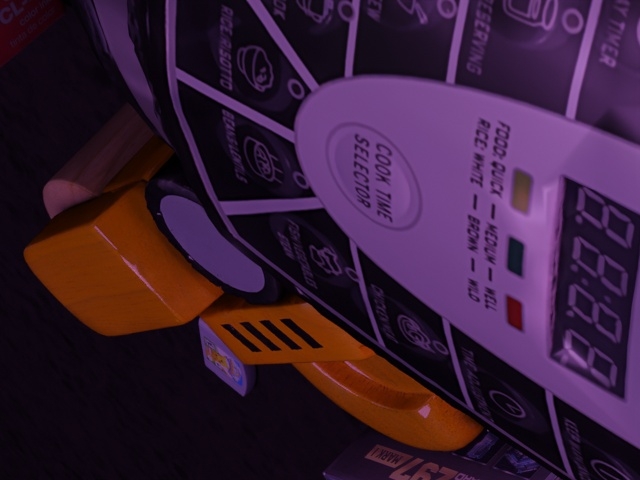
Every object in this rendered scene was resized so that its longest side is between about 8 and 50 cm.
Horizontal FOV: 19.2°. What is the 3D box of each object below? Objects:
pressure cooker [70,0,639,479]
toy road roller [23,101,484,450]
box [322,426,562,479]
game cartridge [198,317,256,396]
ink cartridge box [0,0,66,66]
[{"bbox_3d":[0.182,-0.094,0.463,0.420,0.375,0.370,33,-168,30],"label":"pressure cooker"},{"bbox_3d":[0.000,0.000,1.119,0.240,0.202,0.329,49,155,-16],"label":"toy road roller"},{"bbox_3d":[0.138,0.118,1.081,0.232,0.183,0.059,11,137,53],"label":"box"},{"bbox_3d":[-0.080,0.101,1.639,0.056,0.017,0.083,33,153,23],"label":"game cartridge"},{"bbox_3d":[-0.343,-0.275,1.370,0.226,0.131,0.306,26,147,42],"label":"ink cartridge box"}]
